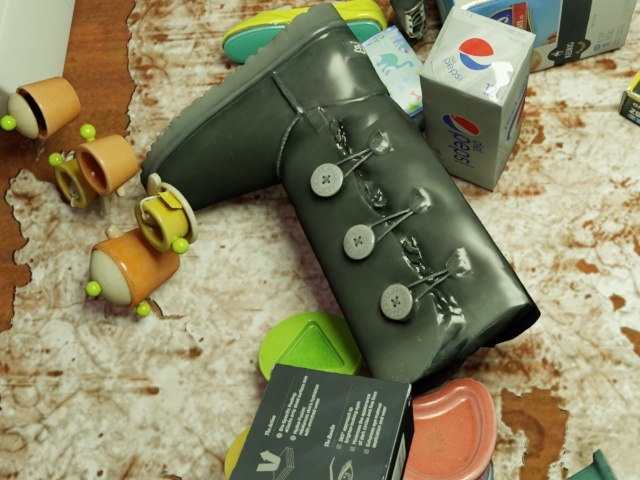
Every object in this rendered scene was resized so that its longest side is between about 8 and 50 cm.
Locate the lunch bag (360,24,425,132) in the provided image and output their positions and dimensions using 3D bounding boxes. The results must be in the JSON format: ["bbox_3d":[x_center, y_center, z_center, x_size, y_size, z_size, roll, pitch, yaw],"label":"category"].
[{"bbox_3d":[0.069,-0.184,1.187,0.151,0.096,0.129,-31,73,-9],"label":"lunch bag"}]

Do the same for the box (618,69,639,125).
[{"bbox_3d":[0.580,-0.186,1.103,0.322,0.079,0.257,37,83,17],"label":"box"}]

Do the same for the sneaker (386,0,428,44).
[{"bbox_3d":[0.124,-0.301,1.178,0.061,0.158,0.065,-26,84,4],"label":"sneaker"}]

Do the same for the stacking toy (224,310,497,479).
[{"bbox_3d":[0.053,0.228,1.094,0.308,0.130,0.280,-5,44,5],"label":"stacking toy"}]

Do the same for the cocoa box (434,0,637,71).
[{"bbox_3d":[0.237,-0.412,1.142,0.227,0.231,0.347,-15,73,6],"label":"cocoa box"}]

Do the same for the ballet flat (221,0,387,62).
[{"bbox_3d":[-0.022,-0.296,1.252,0.230,0.077,0.077,-5,54,6],"label":"ballet flat"}]

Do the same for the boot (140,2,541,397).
[{"bbox_3d":[0.001,-0.001,1.085,0.367,0.146,0.445,-40,73,27],"label":"boot"}]

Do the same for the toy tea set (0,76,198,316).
[{"bbox_3d":[-0.305,-0.055,1.161,0.124,0.200,0.336,-34,69,-32],"label":"toy tea set"}]

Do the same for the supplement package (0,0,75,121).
[{"bbox_3d":[-0.474,-0.329,1.281,0.175,0.177,0.293,3,76,11],"label":"supplement package"}]

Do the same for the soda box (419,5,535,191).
[{"bbox_3d":[0.183,-0.155,1.057,0.098,0.286,0.091,24,80,15],"label":"soda box"}]

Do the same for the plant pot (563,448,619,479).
[{"bbox_3d":[0.207,0.435,0.892,0.334,0.341,0.341,-27,72,9],"label":"plant pot"}]

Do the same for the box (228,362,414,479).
[{"bbox_3d":[0.007,0.225,0.943,0.158,0.093,0.156,7,45,16],"label":"box"}]
